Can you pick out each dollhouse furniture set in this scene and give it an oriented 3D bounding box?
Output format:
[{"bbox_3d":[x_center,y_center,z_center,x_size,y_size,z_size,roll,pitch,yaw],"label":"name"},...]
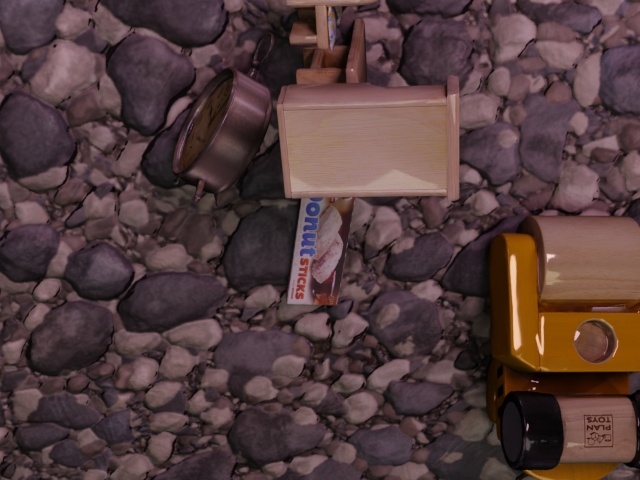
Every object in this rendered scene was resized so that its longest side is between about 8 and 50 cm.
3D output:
[{"bbox_3d":[0.055,-0.144,1.044,0.161,0.242,0.212,0,122,7],"label":"dollhouse furniture set"}]

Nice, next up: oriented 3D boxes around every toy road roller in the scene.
[{"bbox_3d":[0.302,0.139,1.322,0.203,0.240,0.329,1,84,-9],"label":"toy road roller"}]

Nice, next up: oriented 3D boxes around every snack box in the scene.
[{"bbox_3d":[0.000,0.000,1.261,0.064,0.022,0.178,3,122,-9],"label":"snack box"}]

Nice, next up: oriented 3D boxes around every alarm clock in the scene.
[{"bbox_3d":[-0.092,-0.131,1.109,0.064,0.129,0.192,24,95,-23],"label":"alarm clock"}]
